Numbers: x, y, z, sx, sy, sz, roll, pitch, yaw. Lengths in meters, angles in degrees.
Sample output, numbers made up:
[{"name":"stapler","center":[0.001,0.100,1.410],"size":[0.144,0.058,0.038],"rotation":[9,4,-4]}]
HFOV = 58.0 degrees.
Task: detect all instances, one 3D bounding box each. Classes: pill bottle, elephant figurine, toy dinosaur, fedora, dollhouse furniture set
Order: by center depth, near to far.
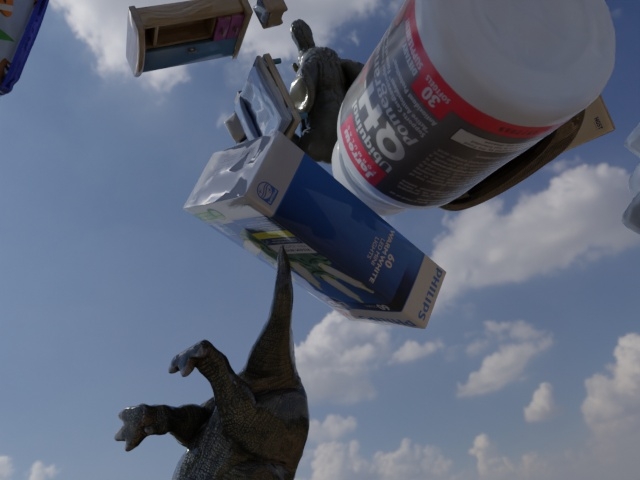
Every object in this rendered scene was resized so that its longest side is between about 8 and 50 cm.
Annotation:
[{"name":"toy dinosaur","center":[-0.067,0.163,0.427],"size":[0.121,0.314,0.160],"rotation":[-10,-29,34]},{"name":"pill bottle","center":[0.120,-0.135,0.595],"size":[0.176,0.176,0.318],"rotation":[-5,-15,-18]},{"name":"fedora","center":[0.264,-0.169,0.927],"size":[0.275,0.124,0.244],"rotation":[-33,-27,7]},{"name":"dollhouse furniture set","center":[-0.159,-0.253,0.931],"size":[0.198,0.303,0.286],"rotation":[-21,-9,-25]},{"name":"elephant figurine","center":[0.006,-0.261,1.014],"size":[0.186,0.169,0.239],"rotation":[7,-65,25]}]

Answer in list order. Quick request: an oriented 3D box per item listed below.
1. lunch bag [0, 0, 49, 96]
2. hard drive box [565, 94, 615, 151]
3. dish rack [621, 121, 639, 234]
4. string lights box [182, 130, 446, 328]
[{"name":"lunch bag","center":[-0.572,-0.364,0.815],"size":[0.327,0.386,0.239],"rotation":[-10,-36,19]},{"name":"hard drive box","center":[0.406,-0.243,1.099],"size":[0.232,0.089,0.181],"rotation":[-24,-48,28]},{"name":"dish rack","center":[0.288,-0.124,0.299],"size":[0.285,0.072,0.333],"rotation":[-7,-45,-54]},{"name":"string lights box","center":[0.000,0.000,0.620],"size":[0.259,0.077,0.133],"rotation":[37,-23,-29]}]
